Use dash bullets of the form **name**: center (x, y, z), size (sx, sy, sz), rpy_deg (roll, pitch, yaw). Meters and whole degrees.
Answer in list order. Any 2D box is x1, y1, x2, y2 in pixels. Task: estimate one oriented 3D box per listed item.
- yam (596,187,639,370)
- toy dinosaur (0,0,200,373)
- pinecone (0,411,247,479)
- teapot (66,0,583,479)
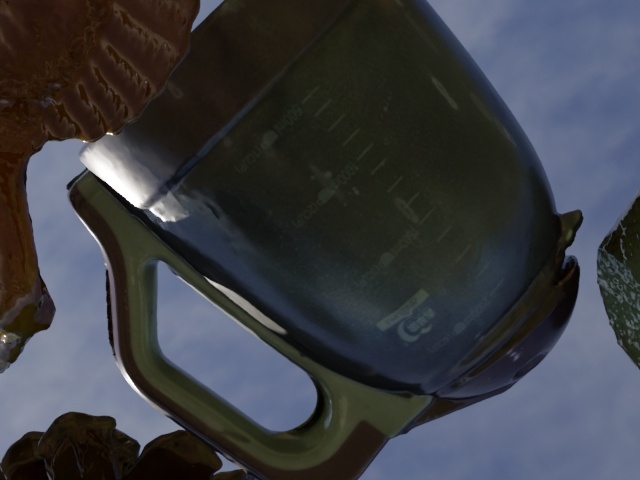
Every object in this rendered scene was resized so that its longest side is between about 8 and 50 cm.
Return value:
- **yam**: center (0.309, -0.015, 1.301), size (0.161, 0.161, 0.268), rpy_deg (21, -136, 34)
- **toy dinosaur**: center (-0.065, -0.079, 0.508), size (0.212, 0.057, 0.142), rpy_deg (-52, -135, 34)
- **pinecone**: center (-0.190, 0.358, 1.576), size (0.384, 0.384, 0.384), rpy_deg (-12, -122, 20)
- **teapot**: center (0.000, 0.000, 1.218), size (0.315, 0.233, 0.312), rpy_deg (-43, -86, 7)
